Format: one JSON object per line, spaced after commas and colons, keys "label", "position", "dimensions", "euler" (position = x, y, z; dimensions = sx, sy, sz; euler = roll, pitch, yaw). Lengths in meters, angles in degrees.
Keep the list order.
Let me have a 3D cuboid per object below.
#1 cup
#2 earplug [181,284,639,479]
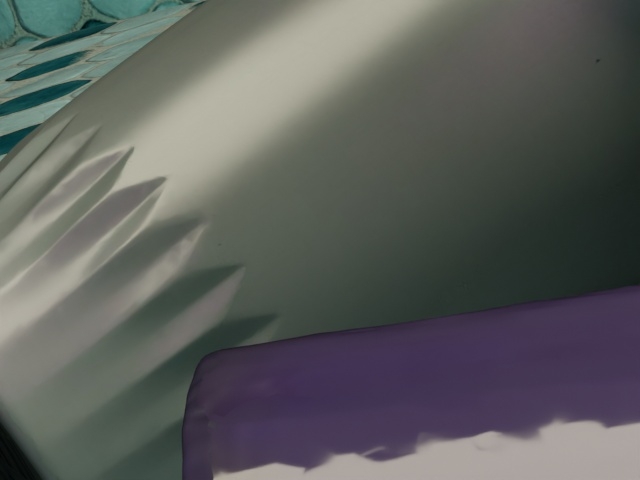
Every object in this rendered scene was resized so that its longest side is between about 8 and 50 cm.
{"label": "cup", "position": [0.000, 0.000, 0.856], "dimensions": [0.371, 0.253, 0.253], "euler": [-36, 20, -19]}
{"label": "earplug", "position": [0.204, 0.088, 0.449], "dimensions": [0.456, 0.215, 0.215], "euler": [-12, 15, 5]}
